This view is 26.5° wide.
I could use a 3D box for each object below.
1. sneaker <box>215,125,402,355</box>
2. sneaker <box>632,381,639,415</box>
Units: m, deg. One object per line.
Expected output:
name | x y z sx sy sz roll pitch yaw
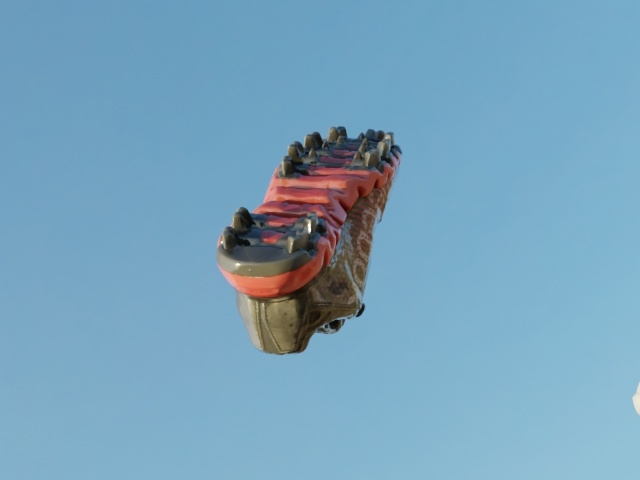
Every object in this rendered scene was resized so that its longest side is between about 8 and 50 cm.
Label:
sneaker | -0.001 0.000 1.149 0.276 0.097 0.135 -53 -38 -53
sneaker | 0.388 0.177 1.187 0.086 0.237 0.085 -55 -5 -3
